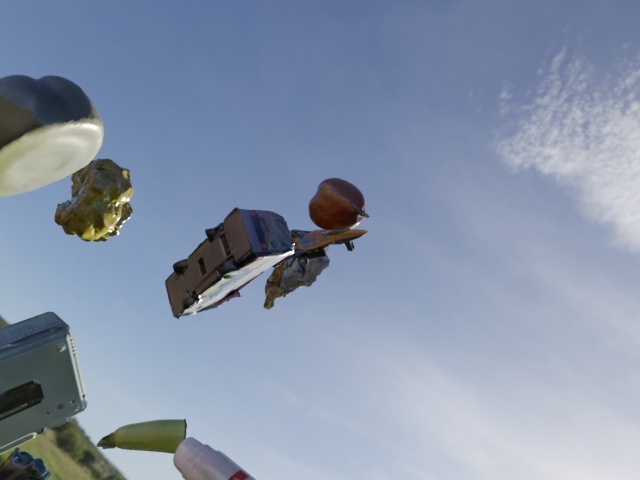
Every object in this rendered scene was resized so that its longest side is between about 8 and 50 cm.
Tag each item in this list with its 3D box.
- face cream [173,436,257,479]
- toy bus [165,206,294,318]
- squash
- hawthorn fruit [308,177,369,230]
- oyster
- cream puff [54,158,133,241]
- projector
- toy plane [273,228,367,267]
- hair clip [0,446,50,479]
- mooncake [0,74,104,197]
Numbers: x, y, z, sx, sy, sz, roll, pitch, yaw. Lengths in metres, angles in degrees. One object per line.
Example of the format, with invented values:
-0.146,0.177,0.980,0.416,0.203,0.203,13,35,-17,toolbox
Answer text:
-0.186,0.545,1.175,0.346,0.102,0.102,25,-37,27,face cream
-0.189,0.052,1.083,0.317,0.138,0.112,-35,-114,42,toy bus
-0.472,0.527,1.441,0.094,0.224,0.094,-177,-90,-69,squash
0.078,-0.115,1.942,0.251,0.199,0.199,24,-36,43,hawthorn fruit
-0.092,0.075,2.000,0.111,0.396,0.204,9,-59,32,oyster
-0.664,-0.115,1.644,0.282,0.281,0.185,4,-19,46,cream puff
-0.544,0.258,0.923,0.099,0.257,0.191,20,-60,41,projector
0.003,0.011,1.715,0.316,0.204,0.103,-3,-58,20,toy plane
-0.438,0.431,0.798,0.110,0.095,0.358,11,-53,-3,hair clip
-0.554,-0.198,1.037,0.135,0.275,0.275,56,-31,7,mooncake
